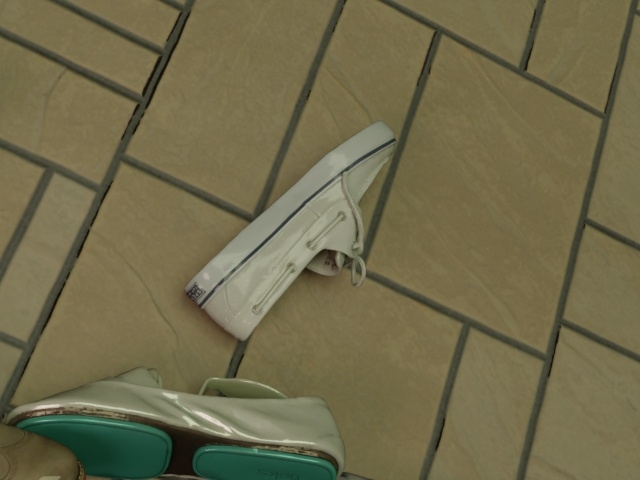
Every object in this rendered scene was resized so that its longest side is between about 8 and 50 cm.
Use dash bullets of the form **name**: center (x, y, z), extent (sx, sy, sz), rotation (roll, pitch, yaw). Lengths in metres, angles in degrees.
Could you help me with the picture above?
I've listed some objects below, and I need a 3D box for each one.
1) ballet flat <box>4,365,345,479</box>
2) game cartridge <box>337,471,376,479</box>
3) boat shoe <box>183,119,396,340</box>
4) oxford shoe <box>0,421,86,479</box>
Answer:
- **ballet flat**: center (-0.167, 0.218, 1.368), extent (0.400, 0.139, 0.139), rotation (9, 68, -11)
- **game cartridge**: center (0.116, 0.433, 1.442), extent (0.355, 0.068, 0.230), rotation (18, 61, -15)
- **boat shoe**: center (0.002, -0.001, 1.509), extent (0.156, 0.136, 0.367), rotation (47, 64, -1)
- **oxford shoe**: center (-0.421, 0.211, 1.201), extent (0.348, 0.130, 0.123), rotation (8, 36, -3)
